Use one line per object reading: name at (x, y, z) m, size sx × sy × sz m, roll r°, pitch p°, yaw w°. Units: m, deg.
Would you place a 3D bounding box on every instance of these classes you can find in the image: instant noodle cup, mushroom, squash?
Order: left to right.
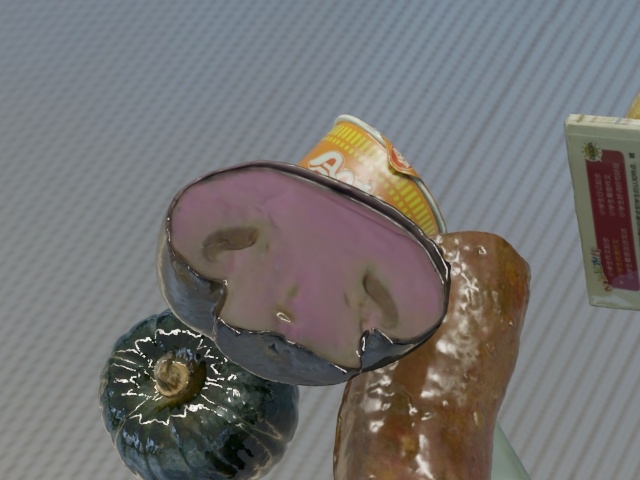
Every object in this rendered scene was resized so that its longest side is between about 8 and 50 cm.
squash at (-0.128, 0.165, 1.591) m, size 0.218 × 0.172 × 0.218 m, roll -1°, pitch 88°, yaw 36°
mushroom at (-0.016, 0.031, 0.980) m, size 0.188 × 0.117 × 0.141 m, roll 17°, pitch 62°, yaw -5°
instant noodle cup at (0.000, 0.000, 1.439) m, size 0.185 × 0.168 × 0.168 m, roll -40°, pitch 51°, yaw -13°

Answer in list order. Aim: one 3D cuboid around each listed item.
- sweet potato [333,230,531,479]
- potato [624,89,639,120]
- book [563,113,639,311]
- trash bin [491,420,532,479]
sweet potato at (0.066, 0.161, 1.118) m, size 0.131 × 0.131 × 0.337 m, roll 8°, pitch 74°, yaw 23°
potato at (0.400, -0.127, 1.743) m, size 0.107 × 0.170 × 0.080 m, roll 32°, pitch 23°, yaw 9°
book at (0.286, -0.006, 1.061) m, size 0.232 × 0.162 × 0.022 m, roll 9°, pitch 37°, yaw 33°
trash bin at (0.109, 0.199, 1.270) m, size 0.116 × 0.059 × 0.130 m, roll -16°, pitch 30°, yaw -7°
